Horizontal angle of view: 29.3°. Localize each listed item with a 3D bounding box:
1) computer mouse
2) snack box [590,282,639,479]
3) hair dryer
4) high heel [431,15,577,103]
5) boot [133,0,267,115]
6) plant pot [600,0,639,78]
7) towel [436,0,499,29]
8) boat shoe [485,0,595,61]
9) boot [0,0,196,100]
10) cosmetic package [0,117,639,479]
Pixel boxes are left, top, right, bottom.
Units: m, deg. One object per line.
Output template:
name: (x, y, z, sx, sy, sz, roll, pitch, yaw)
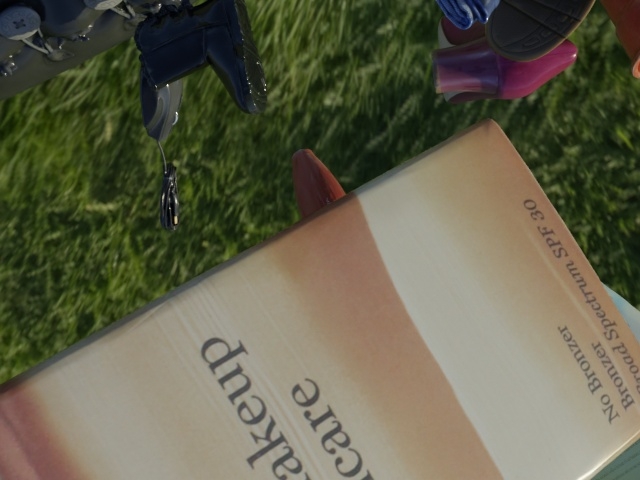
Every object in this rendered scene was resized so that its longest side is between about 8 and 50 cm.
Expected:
computer mouse: (-0.177, -0.115, 1.442, 0.041, 0.071, 0.242, 2, 128, 6)
snack box: (0.209, 0.143, 0.979, 0.187, 0.322, 0.060, 39, 69, 10)
hair dryer: (0.000, 0.000, 1.916, 0.080, 0.223, 0.294, -11, 91, -19)
high heel: (0.253, -0.250, 1.686, 0.181, 0.377, 0.127, -5, 107, 10)
boot: (-0.104, -0.153, 1.050, 0.099, 0.045, 0.121, -16, 81, 16)
plant pot: (0.487, -0.420, 1.745, 0.272, 0.272, 0.265, -36, 75, 15)
towel: (0.076, -0.329, 1.147, 0.034, 0.209, 0.285, -34, 99, 24)
boat shoe: (0.284, -0.344, 1.406, 0.109, 0.098, 0.302, 23, 127, 0)
boot: (-0.251, -0.290, 1.060, 0.445, 0.146, 0.367, -16, 142, 11)
cosmetic package: (-0.025, 0.087, 0.475, 0.153, 0.296, 0.129, 58, 149, 2)
